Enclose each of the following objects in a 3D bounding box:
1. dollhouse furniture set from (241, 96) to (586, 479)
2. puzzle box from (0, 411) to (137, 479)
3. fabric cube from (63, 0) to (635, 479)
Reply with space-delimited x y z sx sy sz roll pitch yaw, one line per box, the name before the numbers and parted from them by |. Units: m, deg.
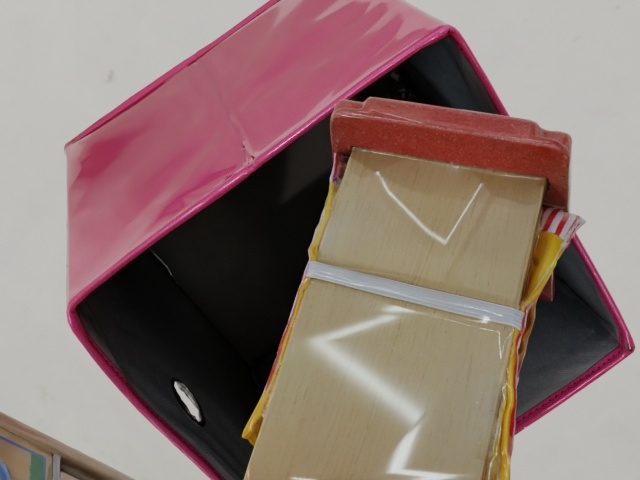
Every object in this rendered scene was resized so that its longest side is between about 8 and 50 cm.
dollhouse furniture set | 0.157 0.088 0.398 0.373 0.201 0.152 12 153 16
puzzle box | -0.187 0.317 0.585 0.052 0.272 0.409 -16 58 14
fabric cube | 0.000 0.000 0.649 0.259 0.258 0.254 -36 119 2
